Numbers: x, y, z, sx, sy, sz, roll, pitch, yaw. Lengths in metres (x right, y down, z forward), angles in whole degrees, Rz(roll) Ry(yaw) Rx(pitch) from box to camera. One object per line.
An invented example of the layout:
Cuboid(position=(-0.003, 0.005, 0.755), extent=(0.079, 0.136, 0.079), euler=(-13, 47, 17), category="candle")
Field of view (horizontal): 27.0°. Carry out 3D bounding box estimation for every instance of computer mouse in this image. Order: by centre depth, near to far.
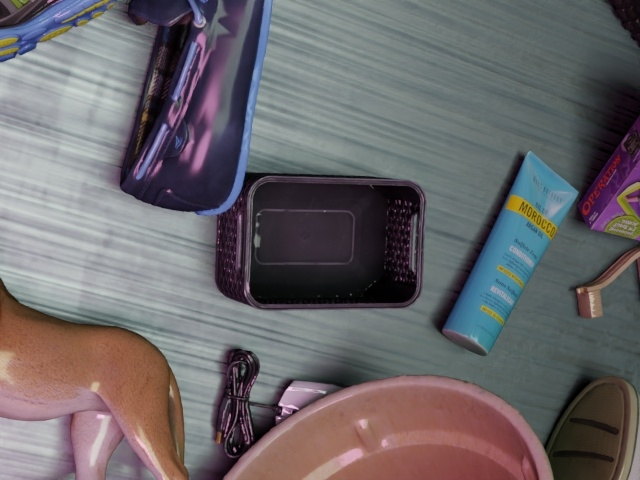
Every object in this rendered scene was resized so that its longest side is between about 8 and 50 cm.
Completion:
Cuboid(position=(-0.005, 0.168, 1.287), extent=(0.193, 0.042, 0.106), euler=(10, 90, -24), category="computer mouse")

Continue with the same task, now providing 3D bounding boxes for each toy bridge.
Cuboid(position=(0.356, 0.037, 1.440), extent=(0.188, 0.026, 0.063), euler=(-10, 96, -22), category="toy bridge")

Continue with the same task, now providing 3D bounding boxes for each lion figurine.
Cuboid(position=(-0.246, 0.108, 1.140), extent=(0.392, 0.142, 0.240), euler=(30, 57, -37), category="lion figurine")

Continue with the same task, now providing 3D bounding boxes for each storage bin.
Cuboid(position=(0.000, 0.000, 1.252), extent=(0.180, 0.084, 0.122), euler=(1, 95, -23), category="storage bin")

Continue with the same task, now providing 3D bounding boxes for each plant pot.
Cuboid(position=(0.093, 0.347, 1.207), extent=(0.334, 0.334, 0.305), euler=(-40, 128, -15), category="plant pot")

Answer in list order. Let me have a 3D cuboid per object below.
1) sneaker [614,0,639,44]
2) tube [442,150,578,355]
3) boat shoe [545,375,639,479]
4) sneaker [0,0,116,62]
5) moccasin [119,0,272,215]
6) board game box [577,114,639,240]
Cuboid(position=(0.414, -0.236, 1.411), extent=(0.283, 0.107, 0.124), euler=(49, 67, -27), category="sneaker")
Cuboid(position=(0.193, 0.016, 1.361), extent=(0.080, 0.052, 0.207), euler=(38, 74, -33), category="tube")
Cuboid(position=(0.293, 0.296, 1.385), extent=(0.103, 0.113, 0.302), euler=(23, 74, -33), category="boat shoe")
Cuboid(position=(-0.262, -0.205, 1.140), extent=(0.188, 0.067, 0.078), euler=(-27, 84, -17), category="sneaker")
Cuboid(position=(-0.110, -0.193, 1.160), extent=(0.117, 0.138, 0.342), euler=(5, 92, -19), category="moccasin")
Cuboid(position=(0.470, -0.065, 1.409), extent=(0.347, 0.056, 0.208), euler=(12, 123, -24), category="board game box")
